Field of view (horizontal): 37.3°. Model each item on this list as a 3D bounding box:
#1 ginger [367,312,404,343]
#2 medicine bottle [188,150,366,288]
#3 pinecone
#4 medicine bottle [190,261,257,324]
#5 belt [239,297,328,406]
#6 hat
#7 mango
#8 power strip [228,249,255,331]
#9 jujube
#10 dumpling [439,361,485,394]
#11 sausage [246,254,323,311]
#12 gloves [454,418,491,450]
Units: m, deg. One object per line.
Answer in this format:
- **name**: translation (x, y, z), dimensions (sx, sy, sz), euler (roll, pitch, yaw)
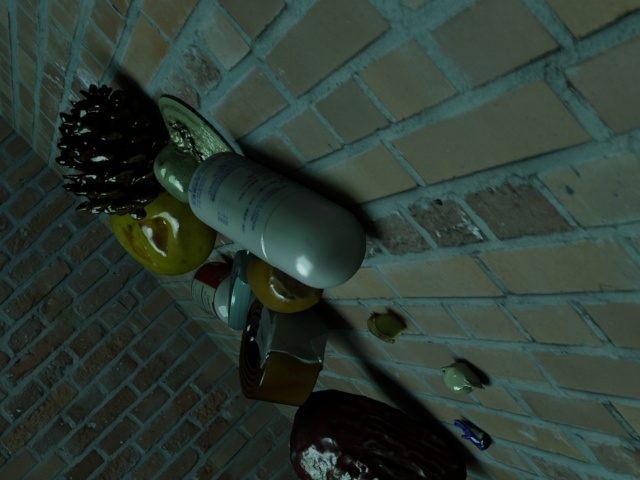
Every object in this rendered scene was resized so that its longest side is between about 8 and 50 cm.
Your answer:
- **ginger**: translation (0.111, 0.150, 1.629), dimensions (0.057, 0.044, 0.137), euler (17, 173, -6)
- **medicine bottle**: translation (-0.064, -0.032, 1.448), dimensions (0.341, 0.130, 0.130), euler (28, 157, 47)
- **pinecone**: translation (-0.390, -0.162, 1.806), dimensions (0.224, 0.224, 0.273), euler (21, 128, 57)
- **medicine bottle**: translation (-0.214, 0.130, 2.258), dimensions (0.131, 0.131, 0.250), euler (53, 164, -25)
- **belt**: translation (-0.084, 0.229, 1.983), dimensions (0.122, 0.217, 0.338), euler (12, -178, -13)
- **hat**: translation (-0.238, -0.130, 1.694), dimensions (0.252, 0.110, 0.252), euler (41, 164, 14)
- **mango**: translation (-0.333, -0.050, 2.061), dimensions (0.253, 0.182, 0.365), euler (49, 154, -6)
- **power strip**: translation (-0.164, 0.085, 2.035), dimensions (0.216, 0.044, 0.137), euler (108, 163, -46)
- **jujube**: translation (0.108, 0.452, 1.970), dimensions (0.376, 0.258, 0.258), euler (30, 163, 5)
- **dumpling**: translation (0.229, 0.218, 1.503), dimensions (0.076, 0.057, 0.052), euler (-29, 67, 51)
- **sausage**: translation (-0.076, 0.076, 1.803), dimensions (0.134, 0.116, 0.354), euler (40, 169, -4)
- **gloves**: translation (0.279, 0.361, 1.753), dimensions (0.086, 0.026, 0.064), euler (28, 159, 48)
